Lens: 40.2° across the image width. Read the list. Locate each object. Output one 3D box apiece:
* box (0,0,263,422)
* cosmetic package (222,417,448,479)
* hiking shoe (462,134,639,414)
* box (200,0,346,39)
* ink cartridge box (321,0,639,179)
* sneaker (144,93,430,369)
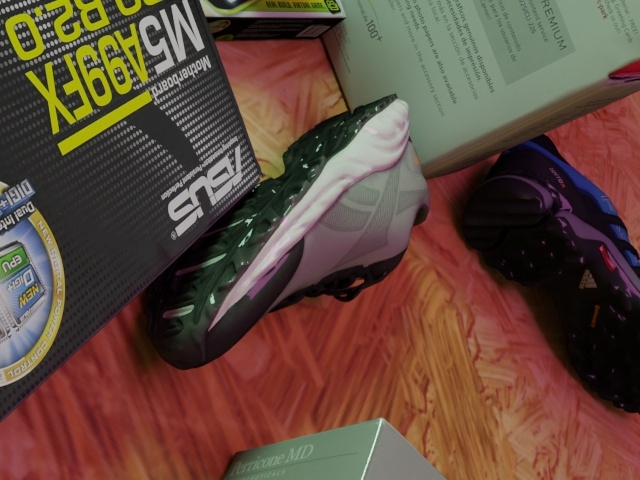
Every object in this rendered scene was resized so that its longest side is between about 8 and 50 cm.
[{"bbox_3d":[-0.139,-0.068,0.386,0.270,0.060,0.216,-50,125,-55],"label":"box"},{"bbox_3d":[-0.018,0.211,0.404,0.107,0.127,0.238,44,44,-22],"label":"cosmetic package"},{"bbox_3d":[0.256,0.029,0.782,0.304,0.113,0.132,49,45,-19],"label":"hiking shoe"},{"bbox_3d":[-0.076,-0.195,0.596,0.207,0.036,0.114,-17,84,-48],"label":"box"},{"bbox_3d":[0.122,-0.232,0.643,0.130,0.272,0.309,-16,85,-48],"label":"ink cartridge box"},{"bbox_3d":[0.000,0.000,0.544,0.271,0.100,0.108,-43,110,-47],"label":"sneaker"}]
